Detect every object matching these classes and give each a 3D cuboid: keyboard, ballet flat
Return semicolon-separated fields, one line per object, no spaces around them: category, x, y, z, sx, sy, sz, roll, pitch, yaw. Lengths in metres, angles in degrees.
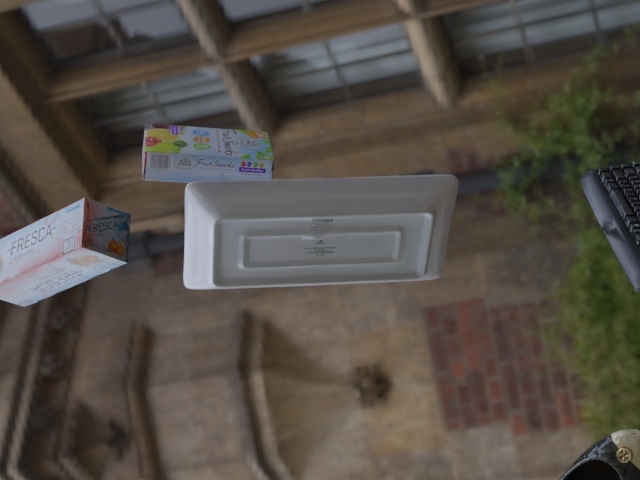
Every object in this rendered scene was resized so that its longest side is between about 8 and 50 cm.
keyboard;0.393;-0.025;1.495;0.317;0.201;0.033;-94;-1;-65
ballet flat;0.213;0.225;1.215;0.057;0.173;0.049;47;-175;19

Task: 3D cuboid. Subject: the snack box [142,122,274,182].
snack box;-0.126;-0.095;1.598;0.100;0.141;0.037;-104;20;-66

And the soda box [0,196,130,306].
soda box;-0.279;0.014;1.518;0.063;0.183;0.058;23;-122;-41

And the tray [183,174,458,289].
tray;0.000;0.000;1.438;0.030;0.270;0.145;-101;12;-47

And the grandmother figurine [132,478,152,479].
grandmother figurine;-0.143;0.325;1.288;0.342;0.208;0.104;25;140;58
